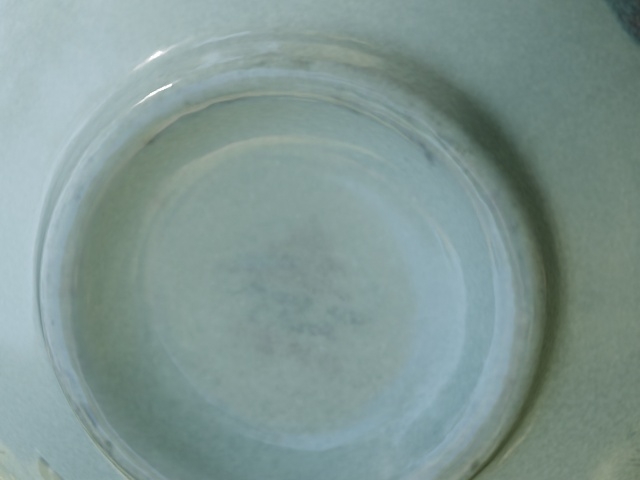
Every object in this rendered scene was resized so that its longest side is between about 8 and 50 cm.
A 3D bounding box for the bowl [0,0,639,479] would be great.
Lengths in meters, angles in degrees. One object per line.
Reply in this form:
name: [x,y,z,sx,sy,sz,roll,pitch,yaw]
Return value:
bowl: [0.000,0.000,0.777,0.435,0.435,0.196,-61,1,15]
